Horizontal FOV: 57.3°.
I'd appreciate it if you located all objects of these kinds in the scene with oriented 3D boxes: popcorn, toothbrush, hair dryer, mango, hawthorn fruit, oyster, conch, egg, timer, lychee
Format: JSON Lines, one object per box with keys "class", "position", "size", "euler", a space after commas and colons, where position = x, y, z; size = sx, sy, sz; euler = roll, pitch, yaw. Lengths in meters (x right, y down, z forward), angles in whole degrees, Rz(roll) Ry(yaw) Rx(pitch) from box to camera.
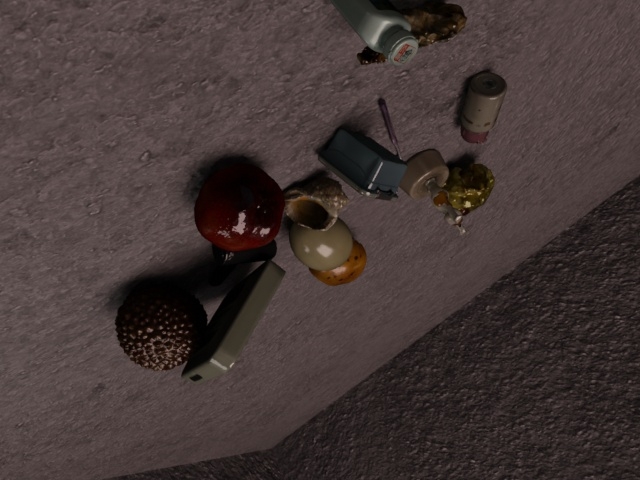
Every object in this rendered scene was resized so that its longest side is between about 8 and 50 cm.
{"class": "popcorn", "position": [0.514, -0.190, 2.082], "size": [0.218, 0.169, 0.189], "euler": [-40, 160, -6]}
{"class": "toothbrush", "position": [0.209, -0.306, 1.734], "size": [0.029, 0.024, 0.354], "euler": [-25, 154, 6]}
{"class": "hair dryer", "position": [-0.276, 0.067, 1.822], "size": [0.197, 0.089, 0.251], "euler": [-5, 152, -44]}
{"class": "mango", "position": [0.075, 0.075, 2.092], "size": [0.191, 0.160, 0.290], "euler": [-44, 155, 6]}
{"class": "hawthorn fruit", "position": [-0.229, -0.064, 1.508], "size": [0.266, 0.210, 0.230], "euler": [-34, 158, 31]}
{"class": "oyster", "position": [0.205, -0.466, 1.300], "size": [0.345, 0.129, 0.078], "euler": [-35, 151, -30]}
{"class": "conch", "position": [-0.016, -0.107, 1.714], "size": [0.207, 0.155, 0.130], "euler": [-1, 167, -16]}
{"class": "egg", "position": [0.000, 0.000, 1.855], "size": [0.186, 0.186, 0.242], "euler": [-41, 141, 18]}
{"class": "timer", "position": [0.389, -0.145, 1.917], "size": [0.175, 0.266, 0.175], "euler": [-24, 151, -14]}
{"class": "lychee", "position": [-0.475, 0.246, 1.734], "size": [0.268, 0.267, 0.267], "euler": [-24, 152, -14]}

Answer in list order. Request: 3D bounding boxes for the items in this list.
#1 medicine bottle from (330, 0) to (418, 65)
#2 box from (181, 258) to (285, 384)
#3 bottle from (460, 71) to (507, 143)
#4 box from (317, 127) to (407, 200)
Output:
{"class": "medicine bottle", "position": [0.111, -0.446, 1.179], "size": [0.121, 0.229, 0.083], "euler": [-3, 140, -43]}
{"class": "box", "position": [-0.276, 0.252, 1.806], "size": [0.367, 0.090, 0.373], "euler": [-35, -157, 55]}
{"class": "bottle", "position": [0.486, -0.391, 1.782], "size": [0.110, 0.110, 0.233], "euler": [-25, 153, -13]}
{"class": "box", "position": [0.118, -0.205, 1.607], "size": [0.162, 0.227, 0.130], "euler": [4, 122, -48]}
